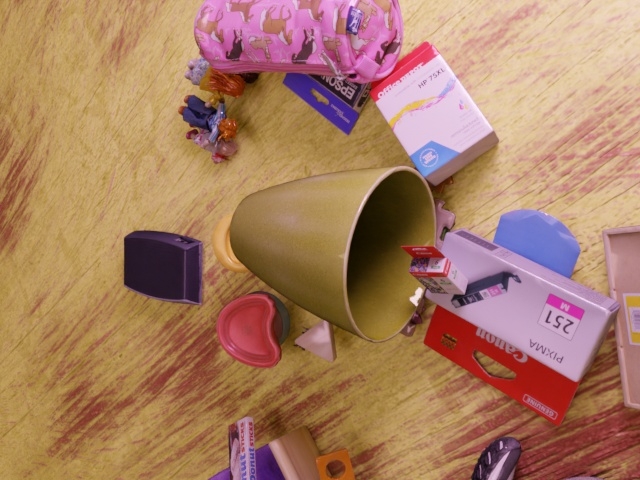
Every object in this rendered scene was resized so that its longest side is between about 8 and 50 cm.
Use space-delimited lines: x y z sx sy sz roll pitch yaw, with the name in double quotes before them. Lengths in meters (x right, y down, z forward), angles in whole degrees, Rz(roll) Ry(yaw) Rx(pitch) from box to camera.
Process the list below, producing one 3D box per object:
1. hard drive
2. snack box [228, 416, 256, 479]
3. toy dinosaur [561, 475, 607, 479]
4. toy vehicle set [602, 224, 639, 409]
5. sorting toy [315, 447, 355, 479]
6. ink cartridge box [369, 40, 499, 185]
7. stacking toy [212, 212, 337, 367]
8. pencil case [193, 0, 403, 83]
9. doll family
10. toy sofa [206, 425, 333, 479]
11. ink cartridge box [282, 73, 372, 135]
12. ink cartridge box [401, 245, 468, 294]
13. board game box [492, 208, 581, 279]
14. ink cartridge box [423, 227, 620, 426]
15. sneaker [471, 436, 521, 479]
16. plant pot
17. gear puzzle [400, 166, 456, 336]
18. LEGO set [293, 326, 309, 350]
"hard drive" -0.393 0.066 1.502 0.255 0.054 0.171 8 99 35
"snack box" -0.157 0.452 1.232 0.064 0.022 0.178 -34 48 34
"toy dinosaur" 0.422 0.420 0.918 0.314 0.121 0.160 -4 82 37
"toy vehicle set" 0.484 0.107 0.837 0.166 0.035 0.266 -6 91 62
"sorting toy" 0.055 0.563 1.175 0.196 0.047 0.347 -3 93 -7
"ink cartridge box" 0.177 -0.225 1.025 0.134 0.078 0.231 -35 72 17
"stacking toy" -0.069 0.098 1.247 0.280 0.130 0.308 5 98 20
"pencil case" -0.049 -0.371 1.091 0.386 0.167 0.160 15 126 36
"doll family" -0.227 -0.290 1.307 0.163 0.118 0.262 29 111 30
"toy sofa" -0.160 0.547 1.303 0.363 0.177 0.150 -39 71 32
"ink cartridge box" 0.023 -0.342 1.167 0.206 0.045 0.208 42 118 25
"ink cartridge box" 0.175 0.047 0.953 0.063 0.115 0.029 -1 60 42
"board game box" 0.340 0.031 0.978 0.133 0.033 0.168 26 118 33
"ink cartridge box" 0.293 0.143 0.984 0.275 0.060 0.238 30 118 32
"sneaker" 0.297 0.455 1.023 0.108 0.100 0.271 13 101 12
"plant pot" 0.000 0.000 1.023 0.294 0.275 0.274 11 101 36
"gear puzzle" 0.157 -0.010 1.107 0.176 0.044 0.338 27 107 33
"LEGO set" -0.016 0.202 1.264 0.083 0.023 0.054 -7 92 23
